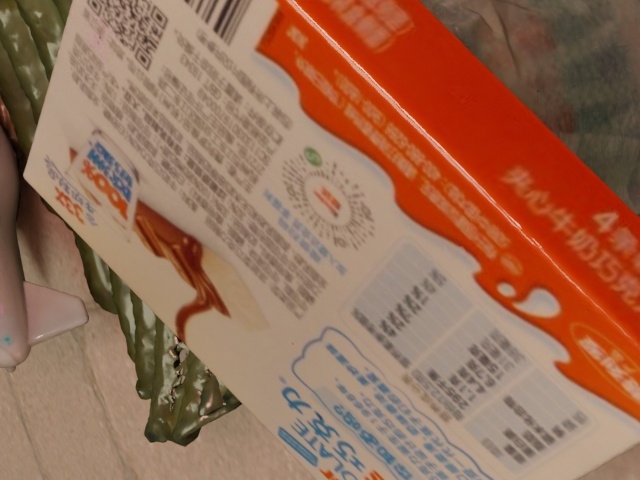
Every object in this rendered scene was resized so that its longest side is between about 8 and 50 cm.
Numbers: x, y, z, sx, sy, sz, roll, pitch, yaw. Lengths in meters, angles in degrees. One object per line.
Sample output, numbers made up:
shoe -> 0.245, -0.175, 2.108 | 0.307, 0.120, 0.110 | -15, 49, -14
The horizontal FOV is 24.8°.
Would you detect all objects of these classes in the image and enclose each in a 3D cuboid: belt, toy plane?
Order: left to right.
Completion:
toy plane -> -0.267, -0.016, 1.075 | 0.252, 0.118, 0.252 | 156, 90, -81
belt -> 0.037, -0.061, 0.666 | 0.257, 0.150, 0.207 | 30, 136, 37

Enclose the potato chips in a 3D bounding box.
potato chips -> -0.125, -0.066, 0.928 | 0.373, 0.097, 0.389 | -33, 80, 56

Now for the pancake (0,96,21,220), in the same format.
pancake -> -0.321, -0.109, 1.216 | 0.250, 0.031, 0.250 | 29, 133, 36

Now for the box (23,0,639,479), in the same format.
box -> 0.000, 0.000, 0.590 | 0.273, 0.048, 0.265 | 45, 149, 4
